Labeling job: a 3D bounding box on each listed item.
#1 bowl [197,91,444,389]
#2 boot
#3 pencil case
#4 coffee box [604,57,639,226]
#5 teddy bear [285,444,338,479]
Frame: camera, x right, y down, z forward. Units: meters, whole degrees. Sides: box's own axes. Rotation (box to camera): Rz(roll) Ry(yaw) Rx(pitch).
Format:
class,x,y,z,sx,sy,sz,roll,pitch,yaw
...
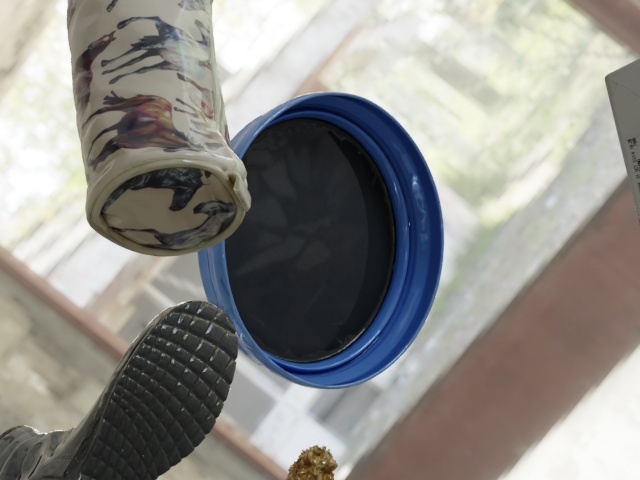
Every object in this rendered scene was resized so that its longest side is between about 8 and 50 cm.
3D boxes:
class,x,y,z,sx,sy,sz,roll,pitch,yaw
bowl,0.000,0.000,2.291,0.077,0.391,0.391,0,43,49
boot,-0.235,0.194,1.672,0.222,0.118,0.338,1,52,52
pencil case,-0.173,-0.163,1.846,0.183,0.160,0.410,-25,46,14
coffee box,0.353,-0.070,1.387,0.246,0.141,0.098,4,-21,-43
teddy bear,0.028,0.344,1.857,0.113,0.338,0.245,-38,34,54
